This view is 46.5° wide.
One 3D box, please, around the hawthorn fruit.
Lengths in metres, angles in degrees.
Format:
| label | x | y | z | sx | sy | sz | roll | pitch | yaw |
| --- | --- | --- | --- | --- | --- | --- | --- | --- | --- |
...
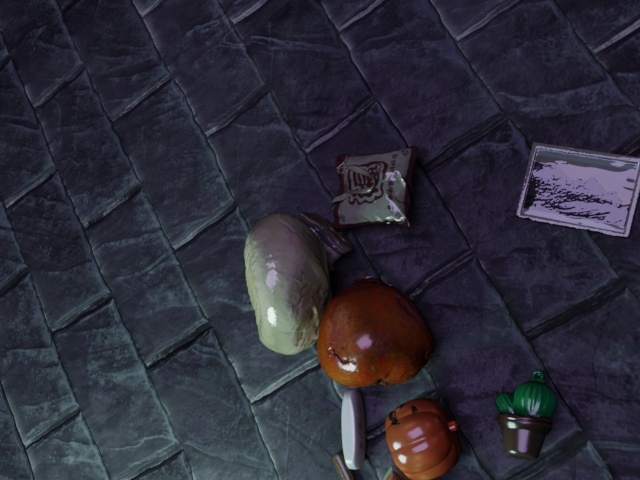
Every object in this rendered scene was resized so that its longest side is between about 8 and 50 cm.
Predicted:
| label | x | y | z | sx | sy | sz | roll | pitch | yaw |
| --- | --- | --- | --- | --- | --- | --- | --- | --- | --- |
| hawthorn fruit | 0.120 | 0.205 | 1.796 | 0.276 | 0.276 | 0.308 | -24 | 57 | 19 |

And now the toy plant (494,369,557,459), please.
| label | x | y | z | sx | sy | sz | roll | pitch | yaw |
| --- | --- | --- | --- | --- | --- | --- | --- | --- | --- |
| toy plant | 0.461 | 0.390 | 1.685 | 0.142 | 0.105 | 0.201 | -5 | 60 | 38 |

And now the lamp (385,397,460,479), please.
| label | x | y | z | sx | sy | sz | roll | pitch | yaw |
| --- | --- | --- | --- | --- | --- | --- | --- | --- | --- |
| lamp | 0.244 | 0.455 | 1.722 | 0.163 | 0.187 | 0.188 | -27 | 71 | 16 |

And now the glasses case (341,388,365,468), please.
| label | x | y | z | sx | sy | sz | roll | pitch | yaw |
| --- | --- | --- | --- | --- | --- | --- | --- | --- | --- |
| glasses case | 0.082 | 0.468 | 1.852 | 0.049 | 0.074 | 0.194 | -5 | 78 | 23 |

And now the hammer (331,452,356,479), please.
| label | x | y | z | sx | sy | sz | roll | pitch | yaw |
| --- | --- | --- | --- | --- | --- | --- | --- | --- | --- |
| hammer | 0.116 | 0.695 | 1.820 | 0.111 | 0.043 | 0.365 | -34 | 67 | 17 |

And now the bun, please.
| label | x | y | z | sx | sy | sz | roll | pitch | yaw |
| --- | --- | --- | --- | --- | --- | --- | --- | --- | --- |
| bun | -0.075 | 0.104 | 1.870 | 0.213 | 0.361 | 0.361 | -10 | 74 | -10 |

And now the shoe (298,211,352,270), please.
| label | x | y | z | sx | sy | sz | roll | pitch | yaw |
| --- | --- | --- | --- | --- | --- | --- | --- | --- | --- |
| shoe | 0.000 | 0.000 | 1.975 | 0.180 | 0.089 | 0.092 | 41 | 110 | 27 |

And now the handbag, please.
| label | x | y | z | sx | sy | sz | roll | pitch | yaw |
| --- | --- | --- | --- | --- | --- | --- | --- | --- | --- |
| handbag | 0.141 | -0.132 | 1.910 | 0.235 | 0.127 | 0.213 | -3 | 78 | 36 |

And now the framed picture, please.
| label | x | y | z | sx | sy | sz | roll | pitch | yaw |
| --- | --- | --- | --- | --- | --- | --- | --- | --- | --- |
| framed picture | 0.611 | -0.121 | 1.752 | 0.265 | 0.018 | 0.192 | 12 | 87 | 26 |

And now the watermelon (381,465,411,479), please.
| label | x | y | z | sx | sy | sz | roll | pitch | yaw |
| --- | --- | --- | --- | --- | --- | --- | --- | --- | --- |
| watermelon | 0.195 | 0.670 | 1.751 | 0.146 | 0.128 | 0.231 | 26 | 76 | -12 |
